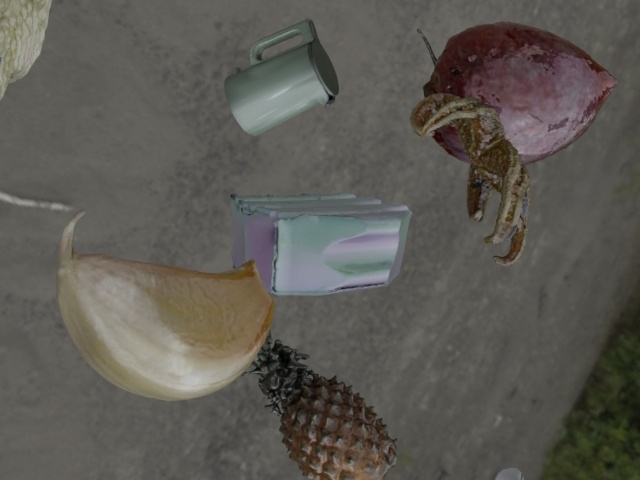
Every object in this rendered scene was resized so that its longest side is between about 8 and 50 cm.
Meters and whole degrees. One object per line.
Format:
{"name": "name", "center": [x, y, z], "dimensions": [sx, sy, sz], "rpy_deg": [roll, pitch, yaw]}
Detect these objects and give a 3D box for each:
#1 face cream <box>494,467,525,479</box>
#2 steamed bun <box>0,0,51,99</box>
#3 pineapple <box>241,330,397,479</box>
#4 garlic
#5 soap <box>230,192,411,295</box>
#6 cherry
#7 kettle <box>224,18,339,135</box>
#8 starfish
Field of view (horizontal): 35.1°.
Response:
{"name": "face cream", "center": [0.154, 0.214, 0.792], "dimensions": [0.034, 0.034, 0.130], "rpy_deg": [-51, 145, -23]}
{"name": "steamed bun", "center": [-0.446, -0.310, 1.197], "dimensions": [0.320, 0.206, 0.275], "rpy_deg": [116, -4, -61]}
{"name": "pineapple", "center": [-0.028, 0.272, 1.694], "dimensions": [0.175, 0.361, 0.175], "rpy_deg": [-43, 176, -4]}
{"name": "garlic", "center": [-0.163, 0.076, 1.015], "dimensions": [0.245, 0.145, 0.164], "rpy_deg": [18, 87, -42]}
{"name": "soap", "center": [0.000, 0.000, 1.956], "dimensions": [0.446, 0.261, 0.156], "rpy_deg": [-3, 105, -53]}
{"name": "cherry", "center": [0.254, -0.188, 1.302], "dimensions": [0.175, 0.250, 0.192], "rpy_deg": [-71, 155, -75]}
{"name": "kettle", "center": [-0.056, -0.236, 1.503], "dimensions": [0.098, 0.148, 0.126], "rpy_deg": [50, 26, -39]}
{"name": "starfish", "center": [0.154, -0.055, 0.941], "dimensions": [0.074, 0.146, 0.189], "rpy_deg": [-32, 108, 1]}
